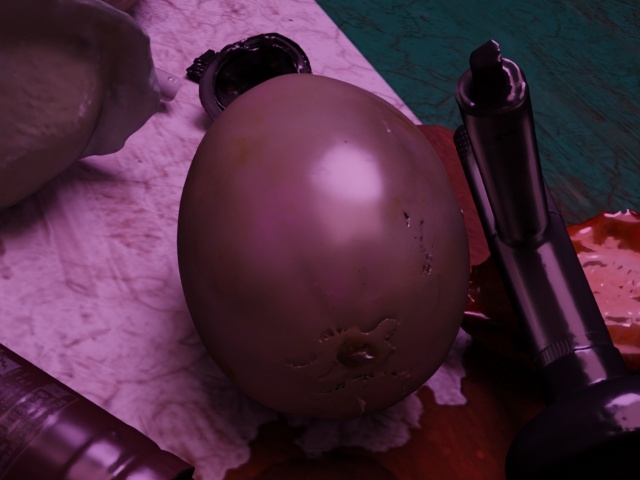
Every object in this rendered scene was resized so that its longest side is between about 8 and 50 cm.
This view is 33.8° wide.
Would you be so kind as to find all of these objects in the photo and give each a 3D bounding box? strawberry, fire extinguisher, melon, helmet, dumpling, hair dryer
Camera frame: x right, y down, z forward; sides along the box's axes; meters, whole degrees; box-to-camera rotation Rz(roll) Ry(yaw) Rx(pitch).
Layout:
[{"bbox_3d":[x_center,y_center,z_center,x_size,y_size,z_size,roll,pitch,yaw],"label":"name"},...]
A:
[{"bbox_3d":[0.226,0.075,0.921,0.228,0.098,0.174,-16,64,-9],"label":"strawberry"},{"bbox_3d":[-0.238,0.105,0.681,0.337,0.114,0.135,28,53,16],"label":"fire extinguisher"},{"bbox_3d":[0.000,0.000,0.822,0.223,0.223,0.317,4,35,-15],"label":"melon"},{"bbox_3d":[-0.068,-0.168,1.139,0.123,0.098,0.070,-25,0,2],"label":"helmet"},{"bbox_3d":[-0.309,-0.119,0.901,0.321,0.211,0.270,-37,22,-34],"label":"dumpling"},{"bbox_3d":[0.137,0.020,0.746,0.284,0.156,0.320,23,44,-59],"label":"hair dryer"}]

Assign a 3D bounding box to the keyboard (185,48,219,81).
[{"bbox_3d":[-0.037,-0.170,1.205,0.231,0.023,0.072,21,34,8],"label":"keyboard"}]

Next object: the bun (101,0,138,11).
[{"bbox_3d":[-0.320,-0.400,1.178,0.360,0.211,0.359,10,62,-20],"label":"bun"}]

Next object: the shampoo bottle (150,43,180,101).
[{"bbox_3d":[-0.284,-0.210,1.065,0.303,0.092,0.092,22,31,-26],"label":"shampoo bottle"}]
